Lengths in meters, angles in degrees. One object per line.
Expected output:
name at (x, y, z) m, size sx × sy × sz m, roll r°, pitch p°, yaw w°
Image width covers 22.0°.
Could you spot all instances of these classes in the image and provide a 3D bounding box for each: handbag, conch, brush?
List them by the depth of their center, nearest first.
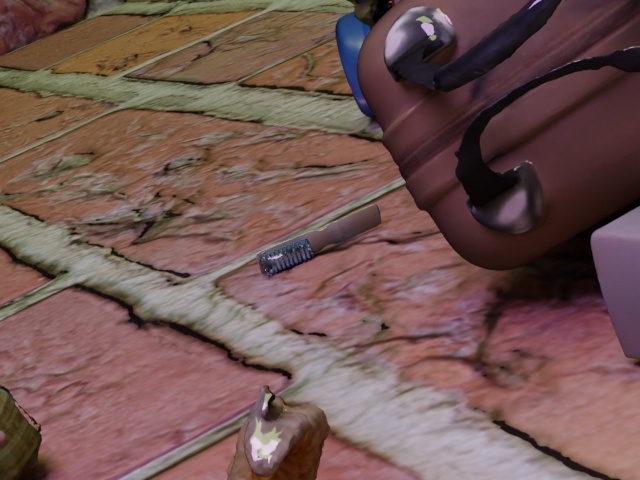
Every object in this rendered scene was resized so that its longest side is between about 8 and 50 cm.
handbag at (0.149, -0.102, 0.760) m, size 0.302 × 0.149 × 0.283 m, roll -31°, pitch -6°, yaw 41°
conch at (-0.183, 0.100, 0.832) m, size 0.089 × 0.074 × 0.121 m, roll -12°, pitch -29°, yaw -25°
brush at (0.000, 0.000, 1.029) m, size 0.083 × 0.016 × 0.013 m, roll -23°, pitch 28°, yaw -5°

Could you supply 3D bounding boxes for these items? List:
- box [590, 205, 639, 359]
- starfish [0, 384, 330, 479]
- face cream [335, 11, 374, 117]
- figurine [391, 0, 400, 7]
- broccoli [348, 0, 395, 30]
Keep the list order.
box at (0.247, -0.020, 0.682) m, size 0.233 × 0.067 × 0.149 m, roll -28°, pitch 15°, yaw -25°
starfish at (-0.128, 0.155, 0.536) m, size 0.327 × 0.094 × 0.375 m, roll -33°, pitch 23°, yaw -1°
face cream at (0.146, -0.180, 1.307) m, size 0.264 × 0.083 × 0.149 m, roll -19°, pitch 26°, yaw 10°
figurine at (0.179, -0.138, 1.045) m, size 0.226 × 0.160 × 0.183 m, roll -15°, pitch 16°, yaw -8°
broccoli at (0.078, -0.167, 1.170) m, size 0.154 × 0.167 × 0.160 m, roll 33°, pitch 21°, yaw 32°
